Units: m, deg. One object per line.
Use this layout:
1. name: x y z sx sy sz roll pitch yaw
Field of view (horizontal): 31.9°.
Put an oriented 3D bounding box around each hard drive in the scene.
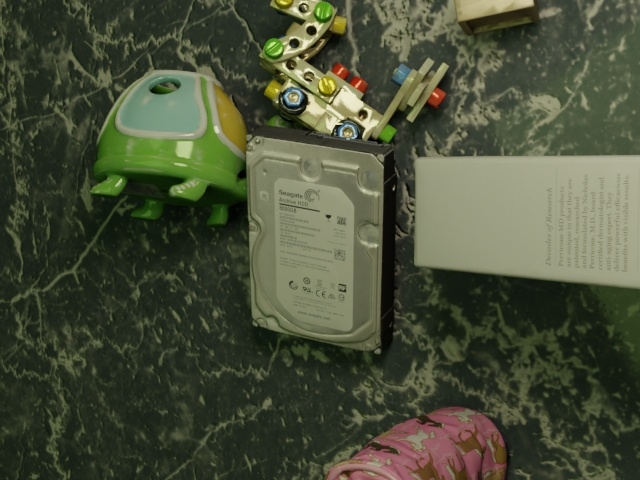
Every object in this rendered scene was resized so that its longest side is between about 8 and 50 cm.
1. hard drive: 0.000 0.000 1.754 0.237 0.064 0.339 11 116 23

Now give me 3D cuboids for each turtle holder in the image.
1. turtle holder: -0.214 -0.158 1.841 0.320 0.243 0.227 -1 75 36

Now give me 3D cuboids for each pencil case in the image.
1. pencil case: 0.139 0.346 1.573 0.167 0.386 0.160 9 98 27

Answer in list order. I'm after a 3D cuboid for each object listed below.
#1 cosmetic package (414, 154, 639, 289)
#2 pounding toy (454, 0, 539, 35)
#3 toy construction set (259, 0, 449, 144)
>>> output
1. cosmetic package: 0.359 -0.031 1.451 0.453 0.230 0.161 5 96 49
2. pounding toy: 0.247 -0.364 1.644 0.130 0.141 0.100 -9 87 15
3. toy construction set: 0.038 -0.262 1.757 0.327 0.151 0.215 32 82 17
